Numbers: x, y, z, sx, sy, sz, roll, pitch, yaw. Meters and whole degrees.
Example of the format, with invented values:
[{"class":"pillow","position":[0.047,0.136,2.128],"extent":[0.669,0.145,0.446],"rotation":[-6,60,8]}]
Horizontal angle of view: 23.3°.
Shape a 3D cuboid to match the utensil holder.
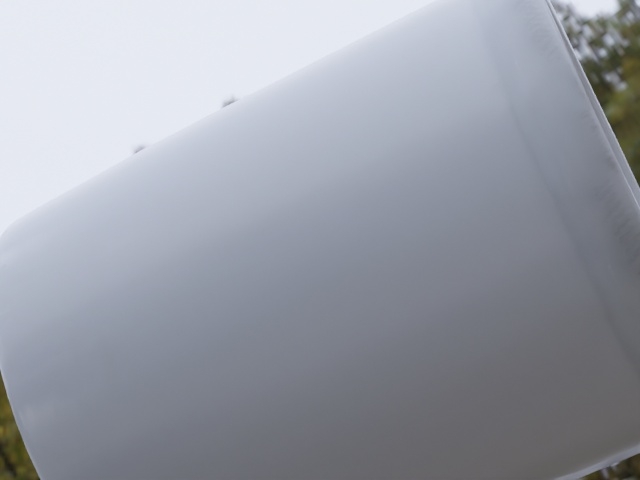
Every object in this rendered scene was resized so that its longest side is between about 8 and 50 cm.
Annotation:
[{"class":"utensil holder","position":[0.027,0.039,1.018],"extent":[0.385,0.328,0.328],"rotation":[-24,-57,13]}]
